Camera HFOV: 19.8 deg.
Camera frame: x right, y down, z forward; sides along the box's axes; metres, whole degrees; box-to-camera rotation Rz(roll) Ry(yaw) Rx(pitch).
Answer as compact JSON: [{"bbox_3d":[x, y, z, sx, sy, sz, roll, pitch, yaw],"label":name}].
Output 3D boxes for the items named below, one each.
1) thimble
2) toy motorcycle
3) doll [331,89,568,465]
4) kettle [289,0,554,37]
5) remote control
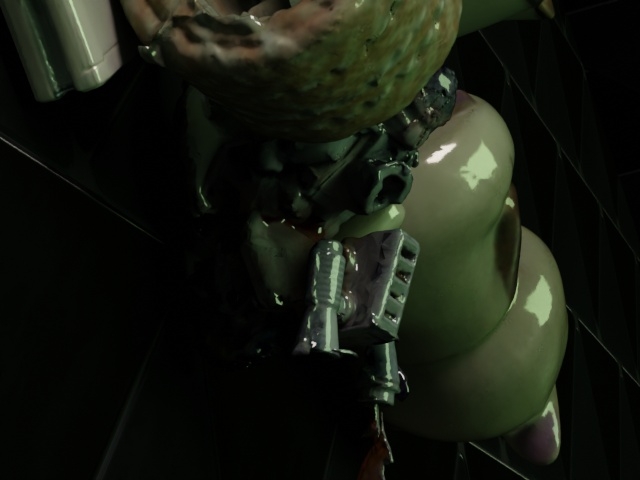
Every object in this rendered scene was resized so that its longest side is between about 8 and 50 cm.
[{"bbox_3d":[-0.024,-0.183,1.144,0.148,0.196,0.229,38,41,-63],"label":"thimble"},{"bbox_3d":[0.000,0.000,1.234,0.134,0.207,0.401,38,48,-59],"label":"toy motorcycle"},{"bbox_3d":[0.081,0.015,1.502,0.370,0.215,0.226,52,52,-47],"label":"doll"},{"bbox_3d":[0.049,-0.258,1.558,0.165,0.255,0.240,-77,148,-54],"label":"kettle"},{"bbox_3d":[-0.143,-0.177,1.197,0.277,0.055,0.103,-64,137,-68],"label":"remote control"}]
